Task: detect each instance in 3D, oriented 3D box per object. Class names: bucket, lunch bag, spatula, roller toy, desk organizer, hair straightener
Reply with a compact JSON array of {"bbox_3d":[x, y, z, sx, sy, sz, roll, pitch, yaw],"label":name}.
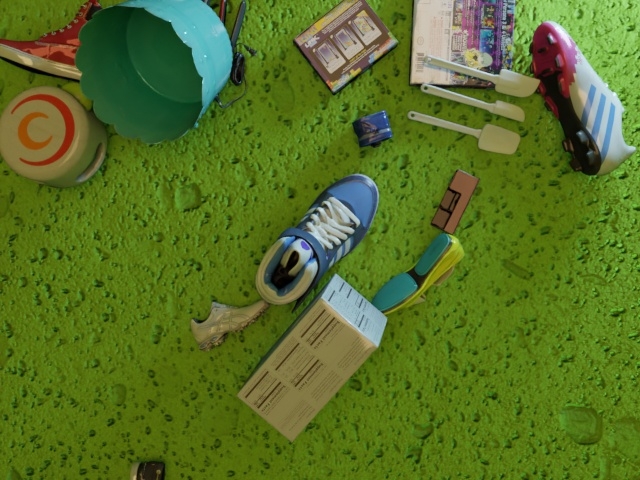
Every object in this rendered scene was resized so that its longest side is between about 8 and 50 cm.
[{"bbox_3d":[-0.315,-0.344,1.761,0.281,0.183,0.281,9,121,16],"label":"bucket"},{"bbox_3d":[0.108,-0.222,1.849,0.067,0.098,0.065,-18,94,-4],"label":"lunch bag"},{"bbox_3d":[0.309,-0.280,1.858,0.241,0.019,0.168,14,113,-5],"label":"spatula"},{"bbox_3d":[-0.539,-0.204,1.833,0.209,0.146,0.191,-12,83,7],"label":"roller toy"},{"bbox_3d":[0.278,-0.079,1.879,0.050,0.047,0.130,25,92,2],"label":"desk organizer"},{"bbox_3d":[-0.176,-0.385,1.870,0.089,0.047,0.231,8,87,-1],"label":"hair straightener"}]

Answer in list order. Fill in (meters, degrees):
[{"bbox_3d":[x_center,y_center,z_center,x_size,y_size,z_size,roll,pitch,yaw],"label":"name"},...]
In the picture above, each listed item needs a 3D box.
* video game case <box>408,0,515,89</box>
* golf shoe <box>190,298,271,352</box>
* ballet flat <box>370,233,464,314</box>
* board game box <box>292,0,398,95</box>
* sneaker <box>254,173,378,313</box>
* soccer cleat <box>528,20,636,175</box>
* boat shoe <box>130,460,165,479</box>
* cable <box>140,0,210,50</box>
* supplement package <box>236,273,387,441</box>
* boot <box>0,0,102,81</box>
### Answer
[{"bbox_3d":[0.291,-0.430,1.869,0.210,0.042,0.232,2,92,1],"label":"video game case"},{"bbox_3d":[-0.191,0.156,1.883,0.176,0.069,0.086,-31,85,0],"label":"golf shoe"},{"bbox_3d":[0.207,0.085,1.871,0.231,0.077,0.077,-45,128,10],"label":"ballet flat"},{"bbox_3d":[0.051,-0.407,1.870,0.170,0.048,0.141,-37,89,2],"label":"board game box"},{"bbox_3d":[-0.001,0.000,1.788,0.130,0.236,0.323,44,92,-1],"label":"sneaker"},{"bbox_3d":[0.535,-0.294,1.851,0.143,0.116,0.331,-19,89,-21],"label":"soccer cleat"},{"bbox_3d":[-0.353,0.575,1.887,0.068,0.081,0.228,-3,89,5],"label":"boat shoe"},{"bbox_3d":[-0.247,-0.509,1.842,0.139,0.072,0.287,45,102,5],"label":"cable"},{"bbox_3d":[-0.011,0.226,1.789,0.145,0.204,0.262,41,105,0],"label":"supplement package"},{"bbox_3d":[-0.534,-0.424,1.858,0.244,0.088,0.176,11,92,-8],"label":"boot"}]
